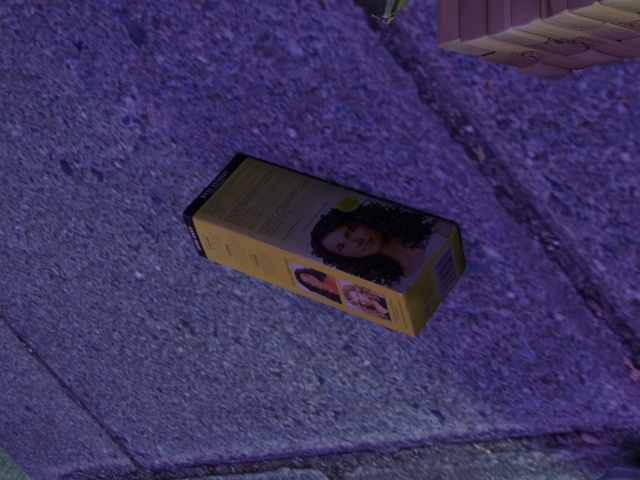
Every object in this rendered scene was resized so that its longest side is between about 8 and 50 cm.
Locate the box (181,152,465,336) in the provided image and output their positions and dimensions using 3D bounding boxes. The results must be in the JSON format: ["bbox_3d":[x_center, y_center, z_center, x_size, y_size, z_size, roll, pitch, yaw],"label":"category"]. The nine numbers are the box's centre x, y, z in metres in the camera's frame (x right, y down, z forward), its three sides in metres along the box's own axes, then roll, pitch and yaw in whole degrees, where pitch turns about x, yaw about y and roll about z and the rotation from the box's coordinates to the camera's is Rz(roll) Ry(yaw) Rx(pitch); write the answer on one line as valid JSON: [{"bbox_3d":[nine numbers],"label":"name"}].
[{"bbox_3d":[0.000,0.000,1.125,0.232,0.087,0.058,18,144,32],"label":"box"}]

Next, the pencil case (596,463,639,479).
[{"bbox_3d":[0.331,0.238,1.028,0.273,0.113,0.124,-8,114,51],"label":"pencil case"}]

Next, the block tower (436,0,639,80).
[{"bbox_3d":[0.188,-0.150,0.591,0.335,0.091,0.097,-7,79,50],"label":"block tower"}]

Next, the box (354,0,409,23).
[{"bbox_3d":[-0.003,-0.272,0.592,0.293,0.295,0.073,35,150,12],"label":"box"}]
